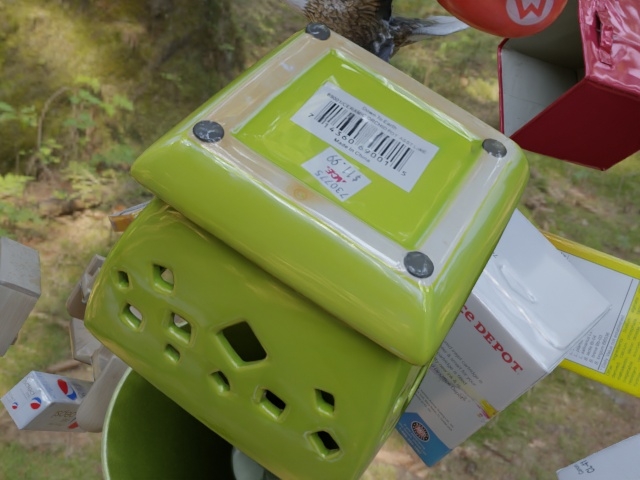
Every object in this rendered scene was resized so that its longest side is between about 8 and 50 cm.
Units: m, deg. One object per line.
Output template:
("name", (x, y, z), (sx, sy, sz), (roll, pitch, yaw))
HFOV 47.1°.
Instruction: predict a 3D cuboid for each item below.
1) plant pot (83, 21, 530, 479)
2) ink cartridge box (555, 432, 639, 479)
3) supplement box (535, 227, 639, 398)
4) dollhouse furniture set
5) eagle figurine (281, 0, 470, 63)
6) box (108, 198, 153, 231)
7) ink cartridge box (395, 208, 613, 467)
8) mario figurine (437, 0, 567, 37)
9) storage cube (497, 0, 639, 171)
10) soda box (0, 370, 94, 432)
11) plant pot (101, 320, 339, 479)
("plant pot", (0.000, 0.000, 0.504), (0.228, 0.207, 0.227), (33, 48, 8))
("ink cartridge box", (0.397, 0.392, 0.775), (0.131, 0.306, 0.226), (-25, 3, 2))
("supplement box", (0.474, 0.134, 1.226), (0.356, 0.194, 0.195), (22, 0, 7))
("dollhouse furniture set", (-0.440, 0.207, 1.311), (0.394, 0.256, 0.362), (28, 13, -31))
("eagle figurine", (0.013, -0.230, 0.877), (0.226, 0.298, 0.225), (2, 41, -39))
("box", (-0.235, -0.037, 0.999), (0.081, 0.028, 0.136), (-24, 10, -27))
("ink cartridge box", (0.202, 0.128, 0.992), (0.197, 0.270, 0.198), (-26, 68, -42))
("mario figurine", (0.132, -0.296, 0.470), (0.198, 0.321, 0.170), (7, 18, 36))
("storage cube", (0.392, -0.236, 1.070), (0.193, 0.184, 0.215), (12, -24, -18))
("soda box", (-0.456, 0.287, 1.287), (0.069, 0.074, 0.216), (48, -2, 20))
("plant pot", (-0.085, 0.260, 0.917), (0.274, 0.275, 0.293), (13, -19, 12))
